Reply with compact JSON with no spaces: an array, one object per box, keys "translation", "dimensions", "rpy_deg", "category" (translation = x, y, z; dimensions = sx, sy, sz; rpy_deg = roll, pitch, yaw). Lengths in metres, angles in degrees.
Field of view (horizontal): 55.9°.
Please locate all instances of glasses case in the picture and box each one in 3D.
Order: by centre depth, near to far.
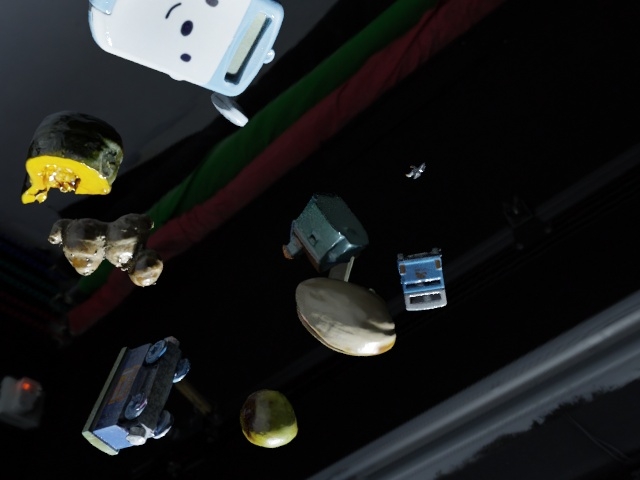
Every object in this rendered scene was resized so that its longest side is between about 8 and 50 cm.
[{"translation":[-0.228,-0.330,1.502],"dimensions":[0.045,0.067,0.178],"rpy_deg":[-47,-147,3],"category":"glasses case"}]

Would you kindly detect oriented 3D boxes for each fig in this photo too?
[{"translation":[-0.133,0.445,1.506],"dimensions":[0.136,0.121,0.153],"rpy_deg":[-52,-119,20],"category":"fig"}]

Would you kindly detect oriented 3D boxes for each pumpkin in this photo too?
[{"translation":[-0.565,-0.171,1.379],"dimensions":[0.280,0.190,0.139],"rpy_deg":[-36,-135,53],"category":"pumpkin"}]

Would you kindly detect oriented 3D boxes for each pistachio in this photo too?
[{"translation":[0.049,0.151,1.191],"dimensions":[0.215,0.144,0.143],"rpy_deg":[21,-109,16],"category":"pistachio"}]

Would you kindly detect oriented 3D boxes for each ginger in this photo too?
[{"translation":[-0.713,0.014,2.023],"dimensions":[0.176,0.376,0.255],"rpy_deg":[129,-33,-63],"category":"ginger"}]

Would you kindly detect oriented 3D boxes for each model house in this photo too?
[{"translation":[0.000,0.000,1.220],"dimensions":[0.149,0.120,0.148],"rpy_deg":[-44,-114,25],"category":"model house"}]

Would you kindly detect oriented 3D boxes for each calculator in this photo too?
[{"translation":[-0.126,-0.220,0.605],"dimensions":[0.121,0.210,0.039],"rpy_deg":[-54,-129,22],"category":"calculator"}]

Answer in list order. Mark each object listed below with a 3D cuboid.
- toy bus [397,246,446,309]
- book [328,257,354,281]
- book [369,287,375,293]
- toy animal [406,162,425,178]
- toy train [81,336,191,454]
[{"translation":[0.239,0.089,1.424],"dimensions":[0.106,0.297,0.130],"rpy_deg":[-9,-94,8],"category":"toy bus"},{"translation":[0.041,0.129,1.677],"dimensions":[0.138,0.016,0.198],"rpy_deg":[176,-68,-73],"category":"book"},{"translation":[0.097,0.171,1.380],"dimensions":[0.110,0.014,0.077],"rpy_deg":[-57,-160,15],"category":"book"},{"translation":[0.249,-0.184,1.594],"dimensions":[0.050,0.028,0.084],"rpy_deg":[-4,-157,26],"category":"toy animal"},{"translation":[-0.458,0.391,1.543],"dimensions":[0.202,0.131,0.299],"rpy_deg":[-23,-147,27],"category":"toy train"}]
